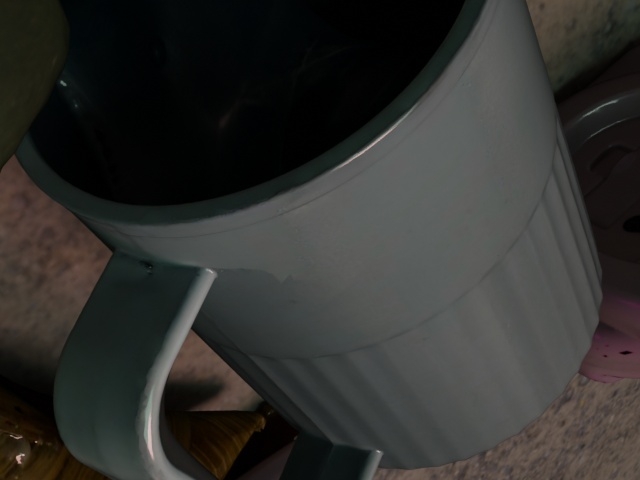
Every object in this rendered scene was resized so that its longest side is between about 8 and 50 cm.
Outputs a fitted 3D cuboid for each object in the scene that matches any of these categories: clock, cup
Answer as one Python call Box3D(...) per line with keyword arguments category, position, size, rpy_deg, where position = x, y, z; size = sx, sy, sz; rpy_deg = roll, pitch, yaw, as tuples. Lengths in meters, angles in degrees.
Box3D(category="clock", position=(0.285, -0.012, 0.862), size=(0.295, 0.322, 0.113), rpy_deg=(-40, 132, -14))
Box3D(category="cup", position=(0.019, -0.008, 0.630), size=(0.257, 0.331, 0.311), rpy_deg=(-17, 142, 15))

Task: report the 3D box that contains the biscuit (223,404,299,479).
Box3D(category="biscuit", position=(-0.047, 0.159, 0.906), size=(0.092, 0.016, 0.082), rpy_deg=(-52, 135, 1))

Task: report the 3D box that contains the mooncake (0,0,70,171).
Box3D(category="mooncake", position=(-0.198, -0.091, 0.483), size=(0.168, 0.175, 0.104), rpy_deg=(122, -10, -68))

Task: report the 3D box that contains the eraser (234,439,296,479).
Box3D(category="eraser", position=(-0.058, 0.236, 0.904), size=(0.204, 0.059, 0.243), rpy_deg=(21, 112, -47))

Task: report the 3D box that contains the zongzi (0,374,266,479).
Box3D(category="zongzi", position=(-0.157, 0.121, 0.697), size=(0.288, 0.134, 0.286), rpy_deg=(-36, 138, -28))
